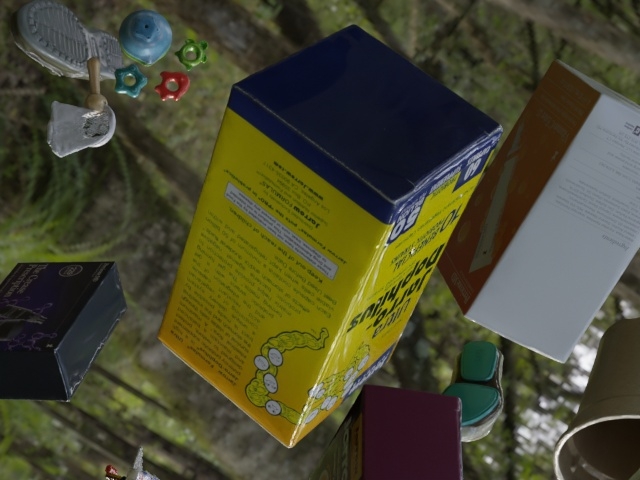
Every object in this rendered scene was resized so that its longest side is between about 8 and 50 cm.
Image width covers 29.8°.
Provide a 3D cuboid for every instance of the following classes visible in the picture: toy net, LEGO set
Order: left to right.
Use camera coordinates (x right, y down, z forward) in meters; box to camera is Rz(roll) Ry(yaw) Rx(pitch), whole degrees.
[{"bbox_3d":[-0.248,-0.184,1.511,0.232,0.122,0.045,-54,-177,-15],"label":"toy net"},{"bbox_3d":[-0.213,0.337,1.603,0.244,0.182,0.060,-14,-128,54],"label":"LEGO set"}]

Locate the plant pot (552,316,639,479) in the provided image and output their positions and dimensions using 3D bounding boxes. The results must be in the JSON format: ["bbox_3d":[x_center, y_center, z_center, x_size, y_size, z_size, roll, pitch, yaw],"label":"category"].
[{"bbox_3d":[0.629,0.319,2.294,0.334,0.333,0.305,-45,-162,45],"label":"plant pot"}]

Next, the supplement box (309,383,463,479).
[{"bbox_3d":[0.046,0.204,0.949,0.188,0.080,0.104,113,-16,-53],"label":"supplement box"}]

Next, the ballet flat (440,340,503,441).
[{"bbox_3d":[0.133,0.142,1.034,0.168,0.057,0.052,-48,139,-63],"label":"ballet flat"}]

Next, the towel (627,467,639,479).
[{"bbox_3d":[0.477,0.391,1.703,0.110,0.027,0.148,-51,-140,1],"label":"towel"}]

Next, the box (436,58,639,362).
[{"bbox_3d":[0.329,-0.044,1.662,0.345,0.168,0.215,-61,-164,14],"label":"box"}]

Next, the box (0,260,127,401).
[{"bbox_3d":[-0.442,0.139,1.912,0.261,0.184,0.103,-68,156,-58],"label":"box"}]

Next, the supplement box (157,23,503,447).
[{"bbox_3d":[0.000,0.000,1.213,0.194,0.195,0.357,-35,156,-43],"label":"supplement box"}]

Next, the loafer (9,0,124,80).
[{"bbox_3d":[-0.366,-0.266,1.689,0.087,0.094,0.251,-13,169,17],"label":"loafer"}]
